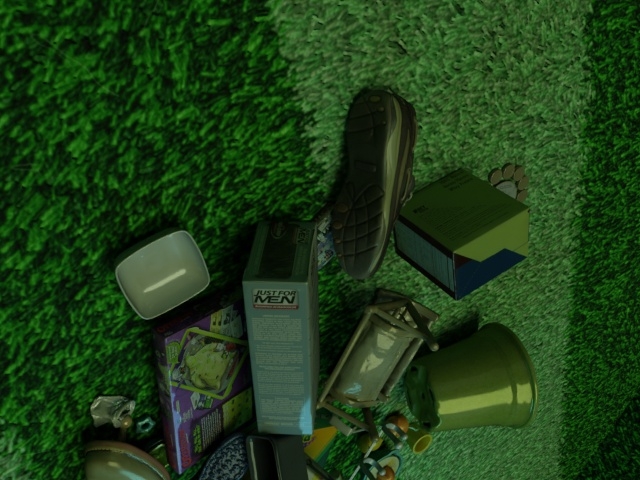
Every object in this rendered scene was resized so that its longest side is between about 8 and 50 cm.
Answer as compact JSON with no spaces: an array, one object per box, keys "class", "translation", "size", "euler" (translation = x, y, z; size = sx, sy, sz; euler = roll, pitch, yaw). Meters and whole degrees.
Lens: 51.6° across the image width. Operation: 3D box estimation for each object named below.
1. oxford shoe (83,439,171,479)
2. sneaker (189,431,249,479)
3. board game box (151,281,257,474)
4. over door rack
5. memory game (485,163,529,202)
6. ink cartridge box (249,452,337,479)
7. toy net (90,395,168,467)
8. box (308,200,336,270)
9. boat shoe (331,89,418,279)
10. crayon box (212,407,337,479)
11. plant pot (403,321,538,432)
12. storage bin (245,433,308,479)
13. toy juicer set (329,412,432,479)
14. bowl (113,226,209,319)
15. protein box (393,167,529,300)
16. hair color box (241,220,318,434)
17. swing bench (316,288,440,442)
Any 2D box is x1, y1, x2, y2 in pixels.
[{"class":"oxford shoe","translation":[-0.362,0.533,1.271],"size":[0.141,0.146,0.396],"euler":[-4,128,9]},{"class":"sneaker","translation":[-0.220,0.479,1.342],"size":[0.081,0.090,0.232],"euler":[39,84,-13]},{"class":"board game box","translation":[-0.212,0.266,1.272],"size":[0.208,0.056,0.346],"euler":[-30,135,-42]},{"class":"over door rack","translation":[0.076,0.544,1.561],"size":[0.239,0.108,0.324],"euler":[-58,145,2]},{"class":"memory game","translation":[0.420,-0.096,1.558],"size":[0.186,0.012,0.186],"euler":[-18,128,-25]},{"class":"ink cartridge box","translation":[-0.042,0.549,1.391],"size":[0.212,0.093,0.154],"euler":[41,89,0]},{"class":"toy net","translation":[-0.340,0.354,1.269],"size":[0.122,0.045,0.232],"euler":[-41,134,-7]},{"class":"box","translation":[0.000,0.000,1.297],"size":[0.137,0.027,0.094],"euler":[-45,134,-3]},{"class":"boat shoe","translation":[0.119,-0.096,1.232],"size":[0.130,0.132,0.355],"euler":[-7,115,-41]},{"class":"crayon box","translation":[-0.107,0.475,1.497],"size":[0.279,0.081,0.165],"euler":[0,118,-36]},{"class":"plant pot","translation":[0.359,0.366,1.672],"size":[0.254,0.276,0.275],"euler":[-10,124,-18]},{"class":"storage bin","translation":[-0.083,0.436,1.299],"size":[0.091,0.098,0.135],"euler":[-7,88,-46]},{"class":"toy juicer set","translation":[0.147,0.602,1.765],"size":[0.329,0.089,0.209],"euler":[-44,135,-4]},{"class":"bowl","translation":[-0.270,0.047,1.111],"size":[0.142,0.053,0.142],"euler":[-31,133,-17]},{"class":"protein box","translation":[0.288,-0.018,1.377],"size":[0.200,0.201,0.135],"euler":[-28,132,-19]},{"class":"hair color box","translation":[-0.063,0.168,1.235],"size":[0.114,0.185,0.374],"euler":[2,124,3]},{"class":"swing bench","translation":[0.127,0.256,1.446],"size":[0.253,0.165,0.255],"euler":[-62,175,11]}]
